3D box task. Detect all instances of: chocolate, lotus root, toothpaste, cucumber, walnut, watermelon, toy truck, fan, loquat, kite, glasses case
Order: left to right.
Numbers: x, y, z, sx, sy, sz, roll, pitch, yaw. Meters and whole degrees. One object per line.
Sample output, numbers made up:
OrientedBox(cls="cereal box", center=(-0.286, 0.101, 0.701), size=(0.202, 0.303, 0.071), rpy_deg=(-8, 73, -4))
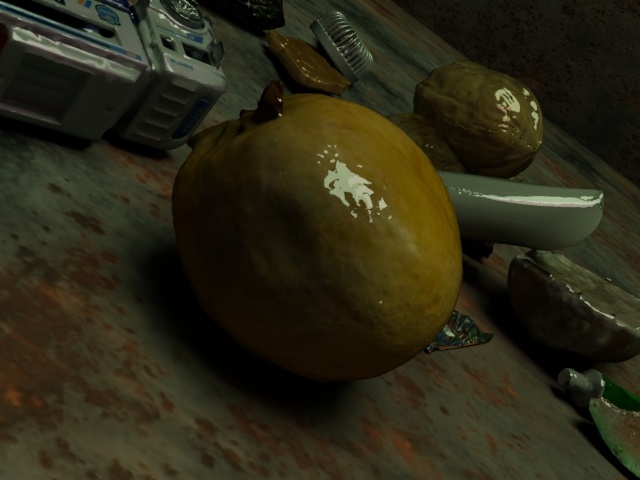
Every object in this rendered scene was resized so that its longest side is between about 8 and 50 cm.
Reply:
OrientedBox(cls="toy truck", center=(-0.209, -0.164, 0.729), size=(0.268, 0.124, 0.155), rpy_deg=(13, 40, -42))
OrientedBox(cls="cucumber", center=(-0.187, -0.425, 1.305), size=(0.359, 0.096, 0.096), rpy_deg=(23, 27, -34))
OrientedBox(cls="loquat", center=(0.000, 0.000, 0.635), size=(0.238, 0.193, 0.238), rpy_deg=(33, 43, -36))
OrientedBox(cls="fan", center=(0.034, -0.362, 1.533), size=(0.130, 0.074, 0.244), rpy_deg=(52, 10, -16))
OrientedBox(cls="kite", center=(0.101, 0.061, 0.899), size=(0.232, 0.009, 0.189), rpy_deg=(32, 23, -14))
OrientedBox(cls="lotus root", center=(0.185, -0.101, 1.250), size=(0.167, 0.078, 0.329), rpy_deg=(20, 28, -32))
OrientedBox(cls="glasses case", center=(0.185, -0.043, 1.045), size=(0.308, 0.083, 0.128), rpy_deg=(8, 4, 1))
OrientedBox(cls="walnut", center=(0.270, -0.203, 1.422), size=(0.245, 0.198, 0.198), rpy_deg=(36, 18, 34))
OrientedBox(cls="chocolate", center=(0.338, 0.090, 1.068), size=(0.185, 0.100, 0.303), rpy_deg=(30, 16, 23))
OrientedBox(cls="toothpaste", center=(0.375, 0.209, 0.972), size=(0.248, 0.046, 0.078), rpy_deg=(30, -10, -19))
OrientedBox(cls="watermelon", center=(0.355, 0.220, 0.906), size=(0.155, 0.080, 0.101), rpy_deg=(19, 7, 0))

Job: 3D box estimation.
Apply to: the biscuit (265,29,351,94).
OrientedBox(cls="biscuit", center=(-0.022, -0.284, 1.347), size=(0.162, 0.035, 0.250), rpy_deg=(30, 19, -9))

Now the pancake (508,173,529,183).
OrientedBox(cls="pancake", center=(0.343, -0.115, 1.574), size=(0.235, 0.029, 0.212), rpy_deg=(17, 32, -40))
